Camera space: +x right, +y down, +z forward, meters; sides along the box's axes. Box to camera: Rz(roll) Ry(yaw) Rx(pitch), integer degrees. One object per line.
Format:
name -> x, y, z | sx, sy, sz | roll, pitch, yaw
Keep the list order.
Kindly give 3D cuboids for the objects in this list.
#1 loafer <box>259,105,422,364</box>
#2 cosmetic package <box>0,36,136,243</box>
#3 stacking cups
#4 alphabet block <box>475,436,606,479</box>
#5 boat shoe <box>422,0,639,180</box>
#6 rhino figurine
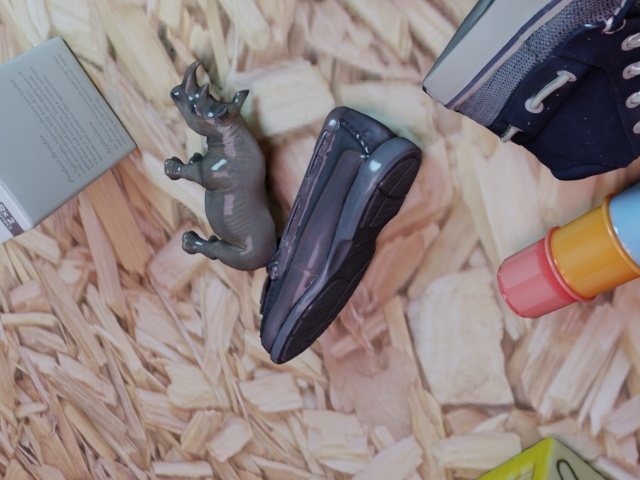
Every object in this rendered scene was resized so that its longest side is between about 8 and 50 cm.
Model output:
loafer -> 0.000, 0.000, 0.793 | 0.095, 0.109, 0.303 | 43, 127, 21
cosmetic package -> -0.337, -0.098, 0.833 | 0.151, 0.184, 0.151 | -20, 110, 36
stacking cups -> 0.284, -0.012, 0.623 | 0.096, 0.096, 0.316 | 46, 131, -8
alphabet block -> 0.252, 0.374, 0.845 | 0.197, 0.192, 0.193 | 40, 129, -1
boat shoe -> 0.200, -0.146, 0.502 | 0.158, 0.127, 0.340 | 35, 166, -4
rhino figurine -> -0.102, -0.071, 0.803 | 0.106, 0.073, 0.243 | 9, 124, 27
